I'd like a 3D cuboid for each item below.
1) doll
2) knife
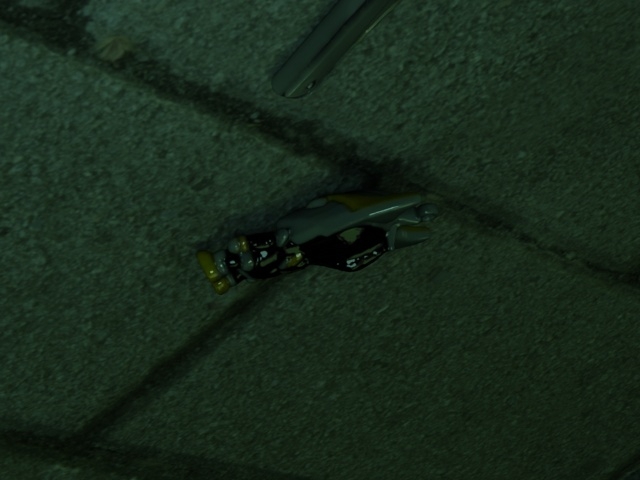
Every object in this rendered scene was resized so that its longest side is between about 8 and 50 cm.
[{"bbox_3d":[0.001,0.001,2.469,0.316,0.103,0.145,-18,135,3],"label":"doll"},{"bbox_3d":[0.044,-0.254,2.162,0.073,0.041,0.265,0,143,-52],"label":"knife"}]
